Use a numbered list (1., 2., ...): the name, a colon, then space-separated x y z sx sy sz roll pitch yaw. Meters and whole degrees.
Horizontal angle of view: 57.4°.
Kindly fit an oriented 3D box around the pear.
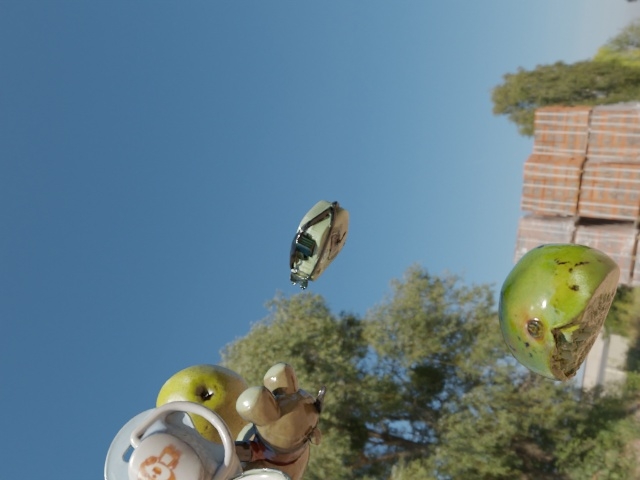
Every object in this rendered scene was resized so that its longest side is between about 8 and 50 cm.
1. pear: -0.340 0.500 1.739 0.294 0.294 0.294 -26 -60 -58

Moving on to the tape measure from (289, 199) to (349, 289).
1. tape measure: 0.000 0.000 1.731 0.235 0.115 0.207 -48 -25 -39

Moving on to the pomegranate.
1. pomegranate: 0.539 0.136 1.343 0.358 0.216 0.310 -24 -54 -48

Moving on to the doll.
1. doll: -0.087 0.417 1.214 0.235 0.174 0.330 -43 -26 -50

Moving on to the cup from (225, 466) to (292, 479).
1. cup: -0.031 0.395 0.617 0.196 0.196 0.280 -44 -65 -50

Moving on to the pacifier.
1. pacifier: -0.261 0.444 1.121 0.227 0.279 0.207 -49 -22 -24
